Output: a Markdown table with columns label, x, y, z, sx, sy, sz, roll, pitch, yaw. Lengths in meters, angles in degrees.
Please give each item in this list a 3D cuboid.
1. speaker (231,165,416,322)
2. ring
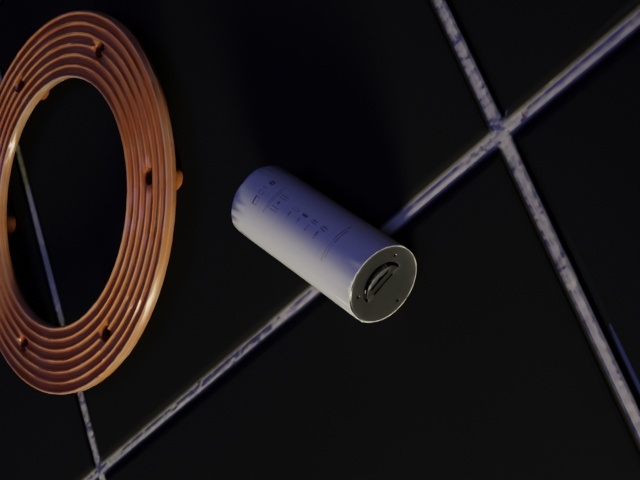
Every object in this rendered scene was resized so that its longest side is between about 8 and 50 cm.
| label | x | y | z | sx | sy | sz | roll | pitch | yaw |
| --- | --- | --- | --- | --- | --- | --- | --- | --- | --- |
| speaker | 0.000 | 0.000 | 0.763 | 0.136 | 0.055 | 0.055 | 34 | 112 | 43 |
| ring | -0.219 | -0.034 | 1.027 | 0.336 | 0.032 | 0.336 | -5 | 83 | 49 |
